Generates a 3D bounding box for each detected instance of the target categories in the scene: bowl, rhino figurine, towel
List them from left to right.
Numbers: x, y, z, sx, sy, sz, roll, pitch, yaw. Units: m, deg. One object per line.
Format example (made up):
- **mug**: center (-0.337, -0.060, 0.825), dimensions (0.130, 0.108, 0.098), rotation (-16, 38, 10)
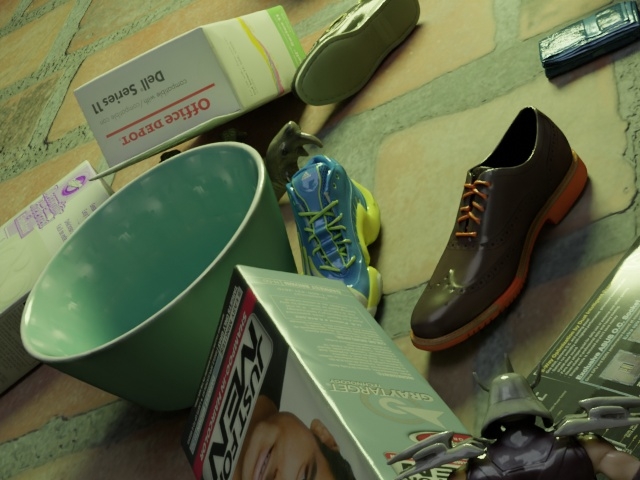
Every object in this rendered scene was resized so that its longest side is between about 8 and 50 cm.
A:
- **bowl**: center (-0.146, 0.059, 1.381), dimensions (0.311, 0.163, 0.312), rotation (-27, 31, 18)
- **rhino figurine**: center (-0.097, -0.082, 1.606), dimensions (0.243, 0.106, 0.073), rotation (-17, -4, 28)
- **towel**: center (0.300, -0.228, 1.457), dimensions (0.119, 0.029, 0.067), rotation (-24, 31, 22)

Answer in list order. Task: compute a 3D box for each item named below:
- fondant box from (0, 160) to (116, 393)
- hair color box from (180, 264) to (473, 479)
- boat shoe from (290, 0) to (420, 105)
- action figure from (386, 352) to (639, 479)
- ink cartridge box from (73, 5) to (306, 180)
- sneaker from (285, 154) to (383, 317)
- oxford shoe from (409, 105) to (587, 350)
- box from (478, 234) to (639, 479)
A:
- **fondant box**: center (-0.386, 0.061, 1.702), dimensions (0.330, 0.096, 0.238), rotation (-38, 30, -4)
- **hair color box**: center (0.006, 0.181, 1.023), dimensions (0.374, 0.113, 0.185), rotation (49, 125, 60)
- **boat shoe**: center (0.038, -0.252, 1.720), dimensions (0.228, 0.081, 0.068), rotation (-43, 27, -25)
- **action figure**: center (0.142, 0.207, 0.779), dimensions (0.185, 0.099, 0.285), rotation (-18, 79, 21)
- **ink cartridge box**: center (-0.167, -0.195, 1.670), dimensions (0.207, 0.119, 0.353), rotation (-23, 7, 23)
- **sneaker**: center (0.000, 0.000, 1.352), dimensions (0.091, 0.126, 0.240), rotation (-25, 31, 19)
- **oxford shoe**: center (0.152, -0.014, 1.239), dimensions (0.097, 0.098, 0.271), rotation (1, 46, 47)
- **box**: center (0.268, 0.124, 0.949), dimensions (0.307, 0.076, 0.242), rotation (-48, 32, -20)
